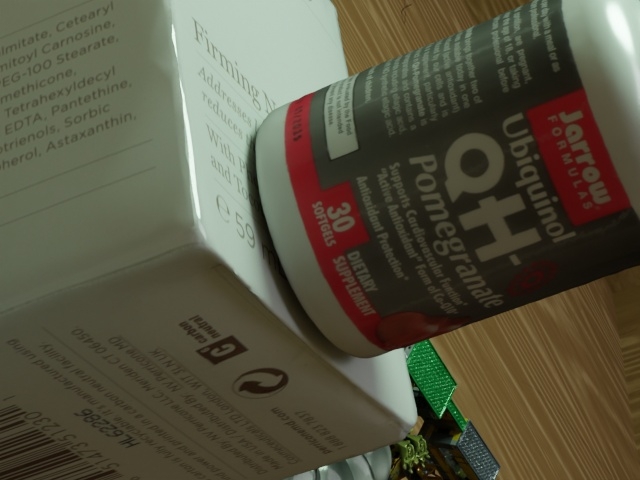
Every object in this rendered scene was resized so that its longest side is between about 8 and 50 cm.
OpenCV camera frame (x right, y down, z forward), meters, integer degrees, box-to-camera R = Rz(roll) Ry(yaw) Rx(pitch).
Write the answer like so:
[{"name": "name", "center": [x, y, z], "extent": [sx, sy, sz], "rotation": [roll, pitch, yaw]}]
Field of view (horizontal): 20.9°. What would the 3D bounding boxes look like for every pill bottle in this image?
[{"name": "pill bottle", "center": [0.135, -0.055, 1.077], "extent": [0.176, 0.318, 0.176], "rotation": [54, 24, -37]}]

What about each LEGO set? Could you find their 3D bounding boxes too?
[{"name": "LEGO set", "center": [0.040, 0.237, 1.891], "extent": [0.331, 0.192, 0.255], "rotation": [48, 57, -43]}]

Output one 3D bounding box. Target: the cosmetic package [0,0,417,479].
[{"name": "cosmetic package", "center": [-0.167, -0.041, 1.233], "extent": [0.329, 0.327, 0.394], "rotation": [45, 30, -53]}]

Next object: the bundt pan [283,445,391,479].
[{"name": "bundt pan", "center": [-0.055, 0.139, 1.548], "extent": [0.331, 0.124, 0.331], "rotation": [34, 39, -33]}]
